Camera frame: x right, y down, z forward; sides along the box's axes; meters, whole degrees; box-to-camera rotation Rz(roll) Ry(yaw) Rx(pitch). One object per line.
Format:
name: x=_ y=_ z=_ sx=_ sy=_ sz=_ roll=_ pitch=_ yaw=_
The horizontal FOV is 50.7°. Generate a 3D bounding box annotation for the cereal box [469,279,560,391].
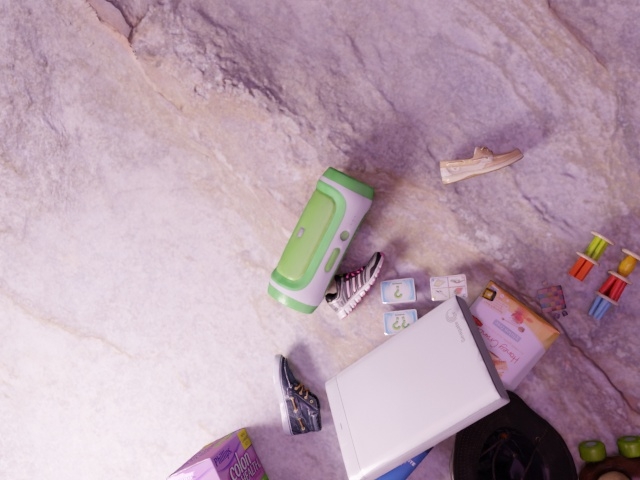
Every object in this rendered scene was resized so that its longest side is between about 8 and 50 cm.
cereal box: x=0.348 y=0.227 z=1.394 sx=0.173 sy=0.047 sz=0.240 roll=37 pitch=98 yaw=10

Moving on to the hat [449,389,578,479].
hat: x=0.345 y=0.467 z=1.325 sx=0.134 sy=0.331 sz=0.331 roll=-31 pitch=83 yaw=52

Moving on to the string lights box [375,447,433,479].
string lights box: x=0.155 y=0.447 z=1.394 sx=0.077 sy=0.133 sz=0.259 roll=40 pitch=99 yaw=11

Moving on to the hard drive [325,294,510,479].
hard drive: x=0.171 y=0.294 z=1.320 sx=0.353 sy=0.047 sz=0.233 roll=-38 pitch=44 yaw=23

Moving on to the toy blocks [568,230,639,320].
toy blocks: x=0.554 y=0.073 z=1.346 sx=0.123 sy=0.054 sz=0.148 roll=31 pitch=97 yaw=9

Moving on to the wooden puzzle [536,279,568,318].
wooden puzzle: x=0.474 y=0.121 z=1.387 sx=0.049 sy=0.006 sz=0.083 roll=-13 pitch=88 yaw=12

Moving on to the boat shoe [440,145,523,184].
boat shoe: x=0.326 y=-0.165 z=1.384 sx=0.170 sy=0.063 sz=0.059 roll=-17 pitch=93 yaw=12

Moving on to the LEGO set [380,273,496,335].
LEGO set: x=0.239 y=0.161 z=1.379 sx=0.244 sy=0.060 sz=0.182 roll=-8 pitch=81 yaw=24

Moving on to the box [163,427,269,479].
box: x=-0.189 y=0.555 z=1.427 sx=0.117 sy=0.213 sz=0.243 roll=-29 pitch=85 yaw=11

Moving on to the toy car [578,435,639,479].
toy car: x=0.578 y=0.478 z=1.279 sx=0.149 sy=0.188 sz=0.155 roll=-11 pitch=89 yaw=12

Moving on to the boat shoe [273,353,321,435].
boat shoe: x=-0.049 y=0.333 z=1.474 sx=0.083 sy=0.065 sz=0.183 roll=-10 pitch=96 yaw=10

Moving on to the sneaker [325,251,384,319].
sneaker: x=0.070 y=0.085 z=1.441 sx=0.075 sy=0.063 sz=0.170 roll=36 pitch=103 yaw=3

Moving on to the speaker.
speaker: x=0.000 y=0.000 z=1.423 sx=0.131 sy=0.131 sz=0.296 roll=28 pitch=96 yaw=10
